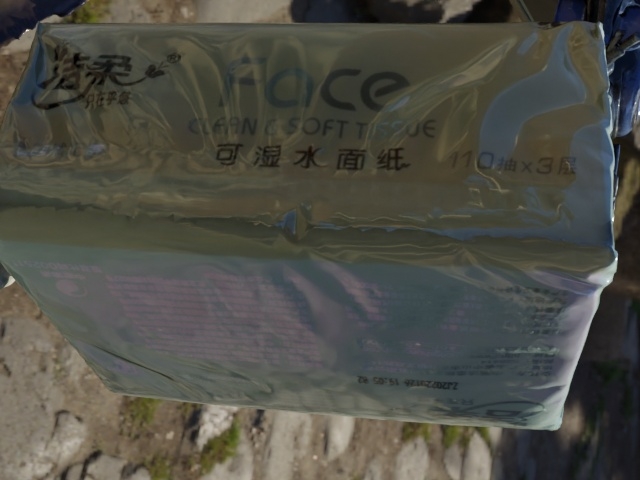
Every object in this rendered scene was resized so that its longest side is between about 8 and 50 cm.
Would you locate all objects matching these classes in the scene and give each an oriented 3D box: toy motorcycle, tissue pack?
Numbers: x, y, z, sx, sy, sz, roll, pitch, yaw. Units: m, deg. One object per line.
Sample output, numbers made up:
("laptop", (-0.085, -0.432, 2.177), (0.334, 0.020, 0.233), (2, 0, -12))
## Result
("toy motorcycle", (0.342, -0.207, 1.097), (0.359, 0.125, 0.213), (75, 28, -49))
("tissue pack", (0.000, 0.000, 0.703), (0.332, 0.404, 0.205), (75, 20, -60))

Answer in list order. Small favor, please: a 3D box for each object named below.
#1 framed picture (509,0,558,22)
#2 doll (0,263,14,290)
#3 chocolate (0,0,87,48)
("framed picture", (0.390, -0.327, 1.226), (0.189, 0.260, 0.023), (54, 53, -18))
("doll", (-0.349, -0.029, 0.747), (0.293, 0.119, 0.138), (44, 35, -57))
("chocolate", (-0.334, -0.227, 0.844), (0.321, 0.112, 0.112), (-44, 125, -23))
